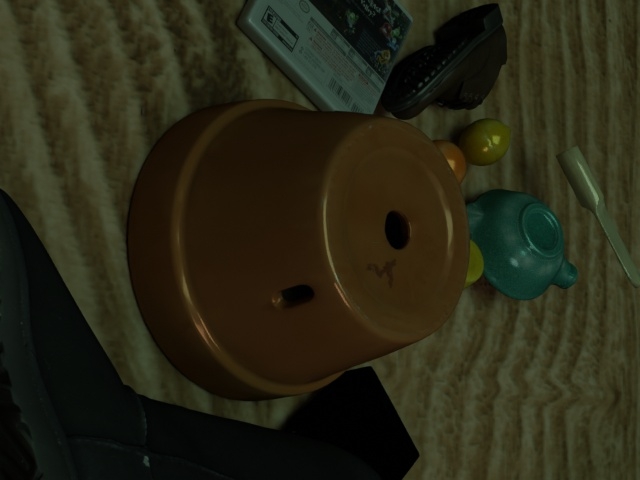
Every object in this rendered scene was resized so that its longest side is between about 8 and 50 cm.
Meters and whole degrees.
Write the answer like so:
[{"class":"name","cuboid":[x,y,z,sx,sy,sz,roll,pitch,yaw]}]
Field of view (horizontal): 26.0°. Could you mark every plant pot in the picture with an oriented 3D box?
[{"class":"plant pot","cuboid":[0.000,0.000,1.274,0.291,0.203,0.290,9,77,-45]}]

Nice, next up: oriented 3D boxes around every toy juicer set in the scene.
[{"class":"toy juicer set","cuboid":[0.219,-0.033,1.594,0.329,0.089,0.209,0,71,-37]}]

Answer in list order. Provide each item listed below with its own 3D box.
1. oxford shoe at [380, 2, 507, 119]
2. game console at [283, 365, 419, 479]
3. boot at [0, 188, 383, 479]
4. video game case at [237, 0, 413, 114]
[{"class":"oxford shoe","cuboid":[0.150,-0.180,1.541,0.227,0.083,0.096,-39,116,-40]},{"class":"game console","cuboid":[0.059,0.323,1.402,0.213,0.044,0.361,-46,117,-39]},{"class":"boot","cuboid":[-0.114,0.152,1.124,0.445,0.146,0.367,20,40,-46]},{"class":"video game case","cuboid":[0.010,-0.229,1.446,0.190,0.022,0.173,43,56,-32]}]
